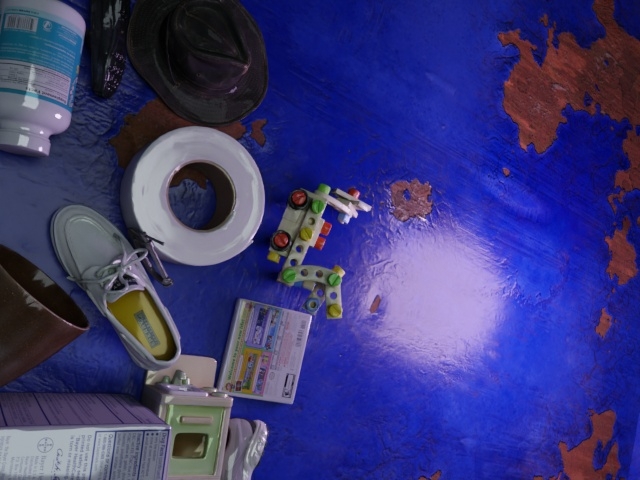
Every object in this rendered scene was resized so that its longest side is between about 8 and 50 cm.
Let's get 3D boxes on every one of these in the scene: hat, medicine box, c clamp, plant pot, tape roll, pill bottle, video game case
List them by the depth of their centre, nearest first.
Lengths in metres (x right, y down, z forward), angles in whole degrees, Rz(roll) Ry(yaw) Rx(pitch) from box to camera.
[{"bbox_3d":[-0.558,0.159,1.024,0.230,0.215,0.215,-46,112,-9],"label":"plant pot"},{"bbox_3d":[-0.438,0.360,1.040,0.289,0.263,0.149,10,84,-31],"label":"medicine box"},{"bbox_3d":[-0.512,-0.287,1.079,0.146,0.146,0.264,11,84,-31],"label":"pill bottle"},{"bbox_3d":[-0.326,0.037,1.175,0.022,0.137,0.161,-41,142,-28],"label":"c clamp"},{"bbox_3d":[-0.261,-0.087,1.257,0.286,0.100,0.286,1,88,-32],"label":"tape roll"},{"bbox_3d":[-0.226,-0.412,1.268,0.331,0.134,0.332,1,87,-32],"label":"hat"},{"bbox_3d":[-0.126,0.254,1.378,0.193,0.023,0.213,17,81,-30],"label":"video game case"}]

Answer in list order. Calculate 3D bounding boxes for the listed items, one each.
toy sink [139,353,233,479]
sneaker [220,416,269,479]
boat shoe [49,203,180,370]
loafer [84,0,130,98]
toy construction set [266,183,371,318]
[{"bbox_3d":[-0.274,0.355,1.220,0.152,0.131,0.234,13,81,-31],"label":"toy sink"},{"bbox_3d":[-0.199,0.510,1.286,0.108,0.100,0.272,22,65,-17],"label":"sneaker"},{"bbox_3d":[-0.374,0.083,1.125,0.135,0.156,0.367,-30,93,-29],"label":"boat shoe"},{"bbox_3d":[-0.425,-0.391,1.186,0.078,0.076,0.223,7,92,4],"label":"loafer"},{"bbox_3d":[0.000,0.000,1.387,0.215,0.151,0.328,23,67,-4],"label":"toy construction set"}]
